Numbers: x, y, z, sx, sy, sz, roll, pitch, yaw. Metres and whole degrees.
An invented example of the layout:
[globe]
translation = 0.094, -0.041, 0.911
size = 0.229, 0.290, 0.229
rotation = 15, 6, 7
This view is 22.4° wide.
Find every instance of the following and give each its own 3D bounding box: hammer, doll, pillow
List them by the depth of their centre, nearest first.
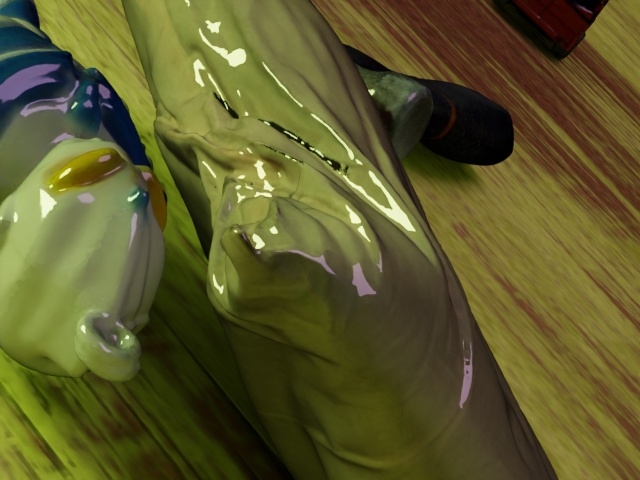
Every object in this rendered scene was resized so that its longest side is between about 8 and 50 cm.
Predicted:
[doll]
translation = -0.084, -0.036, 0.449
size = 0.114, 0.057, 0.227
rotation = 30, 21, -44
[pillow]
translation = 0.000, 0.000, 0.472
size = 0.173, 0.067, 0.270
rotation = 59, 4, -34
[hammer]
translation = 0.028, -0.068, 0.737
size = 0.137, 0.037, 0.290
rotation = 33, 9, 20

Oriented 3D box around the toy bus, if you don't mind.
[toy bus]
translation = 0.210, -0.218, 1.367
size = 0.081, 0.089, 0.195
rotation = 43, 19, 0
